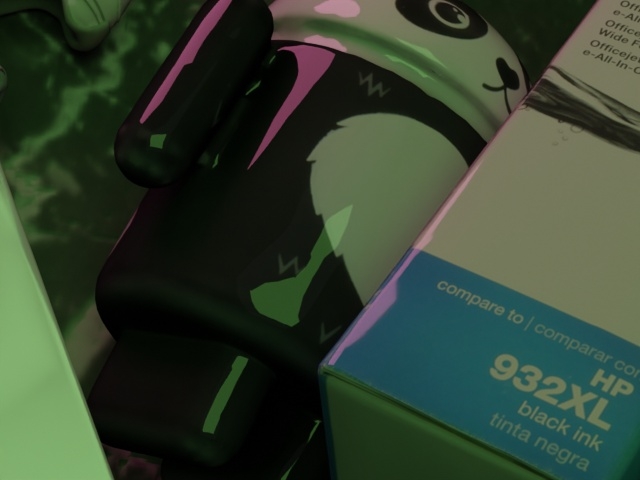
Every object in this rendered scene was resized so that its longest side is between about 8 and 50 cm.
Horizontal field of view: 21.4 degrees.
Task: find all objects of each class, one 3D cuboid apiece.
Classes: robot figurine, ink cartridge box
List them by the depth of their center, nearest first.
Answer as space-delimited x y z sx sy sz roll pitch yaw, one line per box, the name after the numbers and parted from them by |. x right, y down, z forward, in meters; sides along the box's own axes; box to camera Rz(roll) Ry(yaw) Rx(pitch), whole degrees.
0.138 0.039 0.783 0.129 0.223 0.307 23 56 24 | ink cartridge box
0.000 -0.001 0.835 0.173 0.209 0.278 24 68 12 | robot figurine

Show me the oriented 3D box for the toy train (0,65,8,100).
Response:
-0.243 -0.093 0.862 0.184 0.080 0.105 32 66 15 | toy train

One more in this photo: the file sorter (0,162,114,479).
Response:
-0.202 0.113 0.759 0.192 0.173 0.278 -18 75 -15 | file sorter

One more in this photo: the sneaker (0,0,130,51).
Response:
-0.201 -0.177 0.907 0.232 0.090 0.115 23 72 -1 | sneaker
